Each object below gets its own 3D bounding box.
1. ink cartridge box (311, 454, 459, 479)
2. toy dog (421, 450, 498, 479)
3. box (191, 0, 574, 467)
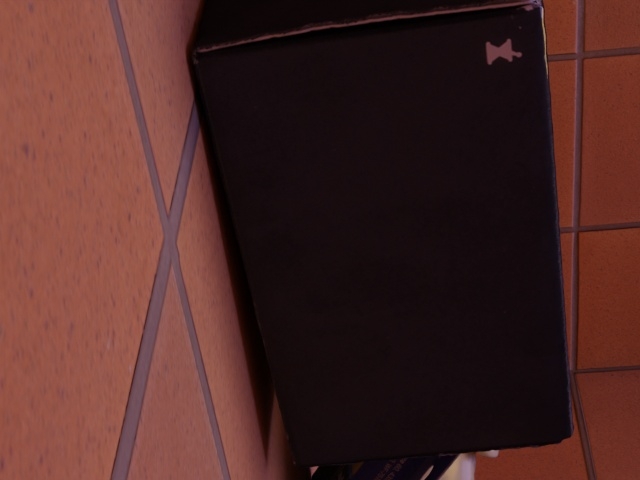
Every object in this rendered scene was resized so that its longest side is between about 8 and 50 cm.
[{"bbox_3d":[0.085,0.239,1.408,0.303,0.072,0.307,-52,-178,10],"label":"ink cartridge box"},{"bbox_3d":[0.158,0.346,1.932,0.395,0.284,0.408,83,3,-57],"label":"toy dog"},{"bbox_3d":[0.080,-0.107,1.235,0.472,0.297,0.480,-89,170,-56],"label":"box"}]
